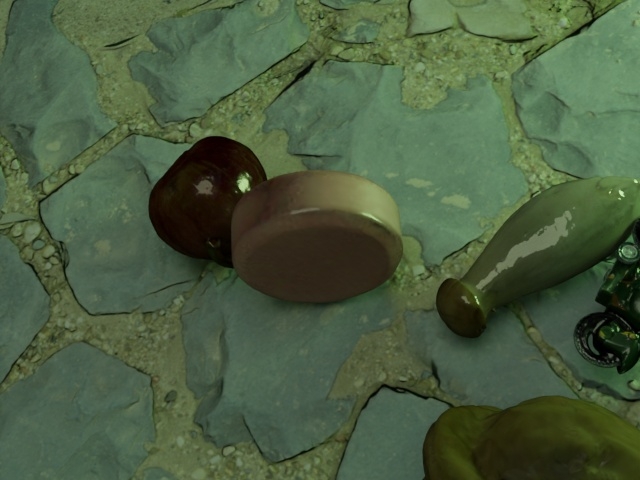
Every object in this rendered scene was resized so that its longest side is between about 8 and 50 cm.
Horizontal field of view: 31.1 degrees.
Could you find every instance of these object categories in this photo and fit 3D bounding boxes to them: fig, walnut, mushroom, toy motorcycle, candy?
[{"bbox_3d":[-0.156,-0.049,1.734,0.205,0.205,0.205,-7,57,12],"label":"fig"},{"bbox_3d":[0.257,0.359,1.273,0.383,0.383,0.383,-7,57,12],"label":"walnut"},{"bbox_3d":[0.311,0.010,1.591,0.350,0.128,0.128,-35,56,-5],"label":"mushroom"},{"bbox_3d":[0.460,0.077,1.505,0.187,0.125,0.275,27,64,14],"label":"toy motorcycle"},{"bbox_3d":[0.000,0.000,1.623,0.255,0.255,0.094,-10,56,10],"label":"candy"}]
